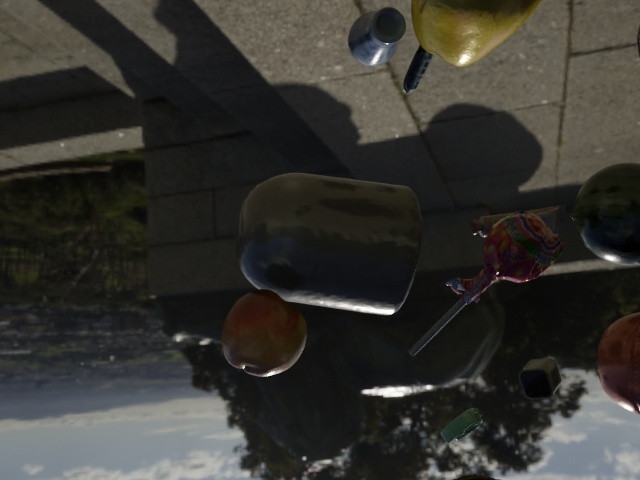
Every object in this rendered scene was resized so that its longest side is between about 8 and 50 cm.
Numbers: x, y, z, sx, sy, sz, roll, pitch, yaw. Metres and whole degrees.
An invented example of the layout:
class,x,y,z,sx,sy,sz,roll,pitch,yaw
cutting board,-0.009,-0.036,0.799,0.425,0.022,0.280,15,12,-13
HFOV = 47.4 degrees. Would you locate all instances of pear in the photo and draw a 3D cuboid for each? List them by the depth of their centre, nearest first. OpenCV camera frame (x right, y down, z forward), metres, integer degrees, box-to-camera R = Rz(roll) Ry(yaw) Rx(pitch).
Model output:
class,x,y,z,sx,sy,sz,roll,pitch,yaw
pear,0.312,-0.524,1.479,0.284,0.285,0.336,-3,162,-8

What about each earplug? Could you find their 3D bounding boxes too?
class,x,y,z,sx,sy,sz,roll,pitch,yaw
earplug,0.000,0.000,1.706,0.393,0.313,0.312,8,166,-12

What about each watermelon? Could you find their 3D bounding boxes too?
class,x,y,z,sx,sy,sz,roll,pitch,yaw
watermelon,0.716,-0.062,1.702,0.242,0.243,0.242,-4,168,-1

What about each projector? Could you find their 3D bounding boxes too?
class,x,y,z,sx,sy,sz,roll,pitch,yaw
projector,0.583,0.366,1.932,0.083,0.083,0.082,-13,-175,35

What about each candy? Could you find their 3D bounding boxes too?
class,x,y,z,sx,sy,sz,roll,pitch,yaw
candy,0.278,0.095,1.323,0.124,0.124,0.365,7,133,-42

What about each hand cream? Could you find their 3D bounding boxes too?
class,x,y,z,sx,sy,sz,roll,pitch,yaw
hand cream,0.422,-0.037,1.547,0.209,0.067,0.043,-4,-161,-11

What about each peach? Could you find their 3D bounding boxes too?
class,x,y,z,sx,sy,sz,roll,pitch,yaw
peach,-0.121,0.198,1.531,0.184,0.184,0.184,-4,168,-1

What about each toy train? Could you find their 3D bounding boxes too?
class,x,y,z,sx,sy,sz,roll,pitch,yaw
toy train,0.273,-0.485,1.973,0.047,0.043,0.208,-4,144,-23

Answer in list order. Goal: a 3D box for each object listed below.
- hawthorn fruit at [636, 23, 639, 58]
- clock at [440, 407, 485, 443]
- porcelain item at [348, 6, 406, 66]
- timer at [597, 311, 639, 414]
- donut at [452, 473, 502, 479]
class,x,y,z,sx,sy,sz,roll,pitch,yaw
hawthorn fruit,0.586,-0.313,1.090,0.185,0.185,0.202,0,147,-20
clock,0.366,0.463,1.833,0.101,0.041,0.135,-46,154,20
porcelain item,0.148,-0.528,1.882,0.141,0.141,0.259,-2,-174,-8
timer,0.728,0.268,1.585,0.214,0.230,0.229,-3,171,37
donut,0.392,0.669,1.684,0.271,0.272,0.107,-7,-159,14
